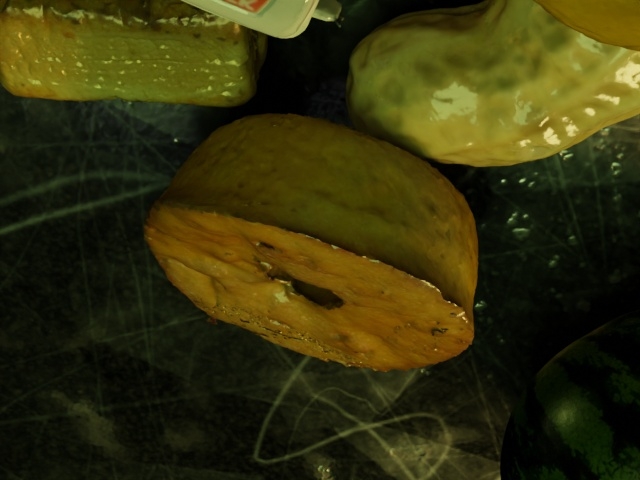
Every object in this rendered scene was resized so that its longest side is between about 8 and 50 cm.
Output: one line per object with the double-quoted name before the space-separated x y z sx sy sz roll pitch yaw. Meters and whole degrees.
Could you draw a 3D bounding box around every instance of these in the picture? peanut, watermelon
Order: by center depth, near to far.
"peanut" 0.155 -0.135 1.152 0.305 0.147 0.147 -26 117 29
"watermelon" 0.274 0.183 1.281 0.268 0.269 0.269 4 125 6

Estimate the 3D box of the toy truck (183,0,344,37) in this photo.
"toy truck" -0.004 -0.312 1.001 0.173 0.207 0.388 21 125 -6

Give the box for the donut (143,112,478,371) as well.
"donut" -0.001 0.001 1.221 0.277 0.109 0.277 15 159 6

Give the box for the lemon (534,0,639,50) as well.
"lemon" 0.213 -0.256 0.929 0.297 0.297 0.297 4 125 6

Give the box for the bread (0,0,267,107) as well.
"bread" -0.145 -0.157 1.197 0.210 0.083 0.114 2 144 5
